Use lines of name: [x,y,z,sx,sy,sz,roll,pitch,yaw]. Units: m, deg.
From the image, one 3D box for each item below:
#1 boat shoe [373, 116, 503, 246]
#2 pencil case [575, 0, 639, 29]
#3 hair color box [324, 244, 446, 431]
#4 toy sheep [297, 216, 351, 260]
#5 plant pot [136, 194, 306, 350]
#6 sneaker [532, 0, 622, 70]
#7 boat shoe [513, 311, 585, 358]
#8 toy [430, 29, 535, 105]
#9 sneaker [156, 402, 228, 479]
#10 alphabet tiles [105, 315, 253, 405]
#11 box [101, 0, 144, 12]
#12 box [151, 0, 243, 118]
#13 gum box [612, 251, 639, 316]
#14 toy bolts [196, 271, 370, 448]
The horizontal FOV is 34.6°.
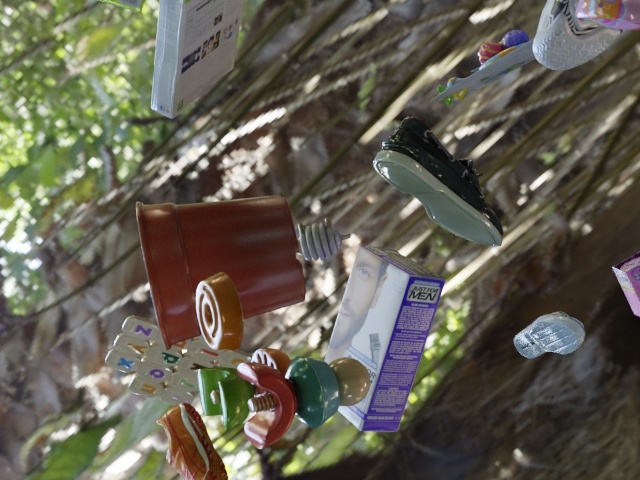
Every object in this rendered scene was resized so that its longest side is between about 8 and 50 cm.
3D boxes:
boat shoe: [0.223,-0.100,1.774,0.340,0.113,0.127,33,162,-36]
pencil case: [0.370,-0.387,1.185,0.124,0.284,0.124,4,-166,-1]
hair color box: [0.118,0.199,2.103,0.110,0.338,0.185,10,-167,-35]
toy sheep: [0.000,0.000,2.208,0.091,0.132,0.091,-13,-90,-80]
plant pot: [-0.174,0.038,1.856,0.272,0.265,0.272,169,90,-83]
sneaker: [0.404,-0.441,1.610,0.137,0.366,0.210,29,-178,-38]
boat shoe: [0.438,0.164,1.928,0.083,0.076,0.226,52,160,-3]
toy: [0.304,-0.317,1.787,0.137,0.237,0.056,-14,-105,-59]
sneaker: [-0.182,0.323,1.487,0.064,0.067,0.175,34,-154,-60]
alphabet tiles: [-0.289,0.244,2.118,0.278,0.284,0.021,20,-140,-15]
box: [-0.371,-0.457,1.799,0.109,0.042,0.178,12,-155,-25]
box: [-0.222,-0.415,1.915,0.058,0.322,0.232,26,-137,12]
gum box: [0.663,0.055,1.935,0.107,0.188,0.062,62,175,-11]
toy bolts: [-0.045,0.146,1.286,0.158,0.218,0.228,-10,-166,-26]
